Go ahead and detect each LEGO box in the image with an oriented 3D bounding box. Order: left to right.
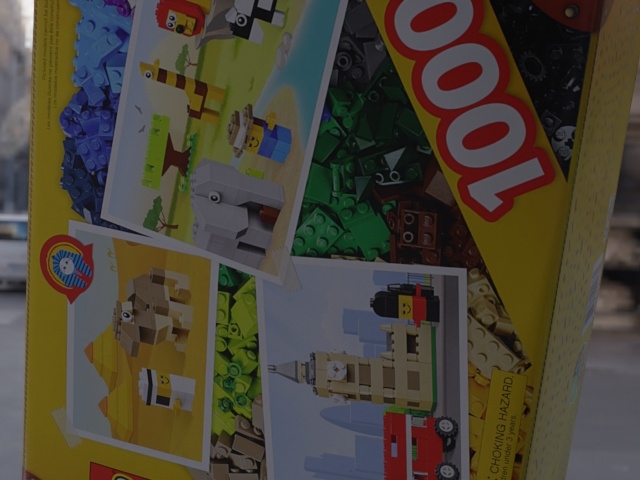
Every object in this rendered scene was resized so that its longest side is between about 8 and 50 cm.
[{"bbox_3d":[0.000,0.000,0.965,0.373,0.500,0.193,12,20,19],"label":"LEGO box"}]
